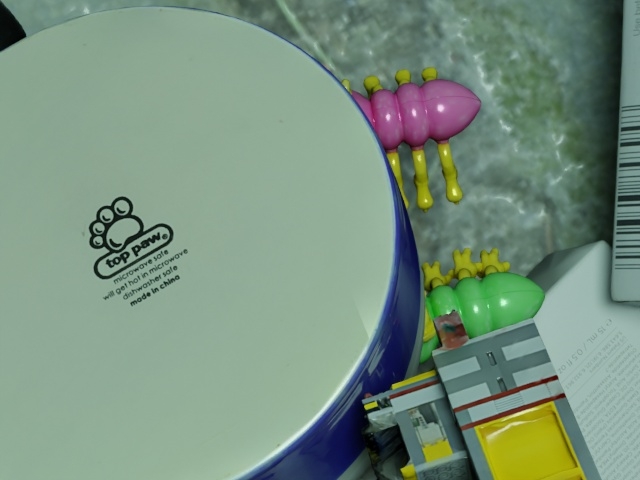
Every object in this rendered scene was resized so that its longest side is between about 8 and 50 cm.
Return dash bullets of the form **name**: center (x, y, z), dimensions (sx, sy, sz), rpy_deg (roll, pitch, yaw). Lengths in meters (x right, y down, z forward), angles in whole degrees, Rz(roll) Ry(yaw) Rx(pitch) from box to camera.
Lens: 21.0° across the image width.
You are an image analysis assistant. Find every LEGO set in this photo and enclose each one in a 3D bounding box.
- **LEGO set**: center (0.038, 0.181, 0.808), dimensions (0.255, 0.331, 0.192), rpy_deg (-23, 53, 6)

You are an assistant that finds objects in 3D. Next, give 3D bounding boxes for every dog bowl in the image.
- **dog bowl**: center (-0.084, 0.022, 0.848), dimensions (0.265, 0.104, 0.265), rpy_deg (-3, 67, 8)

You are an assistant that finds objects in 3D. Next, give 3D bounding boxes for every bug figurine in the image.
- **bug figurine**: center (0.000, 0.000, 0.943), dimensions (0.216, 0.072, 0.279), rpy_deg (-14, 70, -3)

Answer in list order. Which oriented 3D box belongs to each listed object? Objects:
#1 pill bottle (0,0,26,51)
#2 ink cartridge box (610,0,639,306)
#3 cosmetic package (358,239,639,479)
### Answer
- **pill bottle**: center (-0.257, -0.051, 0.905), dimensions (0.123, 0.123, 0.219), rpy_deg (38, 77, -9)
- **ink cartridge box**: center (0.299, -0.111, 1.054), dimensions (0.330, 0.071, 0.324), rpy_deg (9, 82, -46)
- **cosmetic package**: center (0.113, 0.230, 0.993), dimensions (0.377, 0.097, 0.284), rpy_deg (-43, 94, -14)
